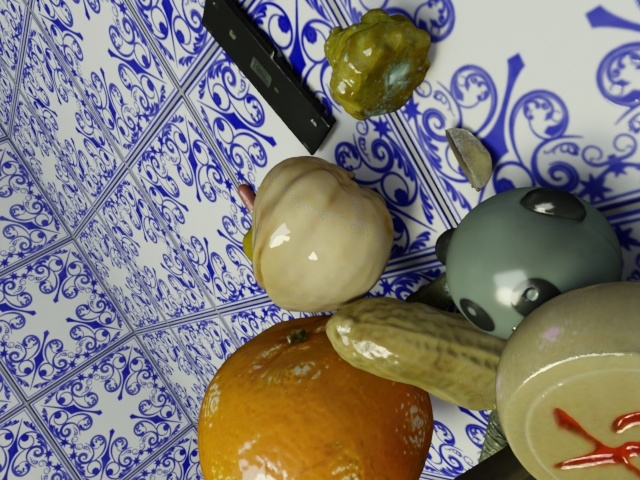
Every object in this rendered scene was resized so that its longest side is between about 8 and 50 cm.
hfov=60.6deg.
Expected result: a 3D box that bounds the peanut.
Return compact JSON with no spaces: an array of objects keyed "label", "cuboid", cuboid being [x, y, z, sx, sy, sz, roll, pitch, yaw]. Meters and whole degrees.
[{"label":"peanut","cuboid":[0.156,0.164,0.819,0.305,0.147,0.147,18,146,-10]}]

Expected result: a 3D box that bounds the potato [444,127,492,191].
[{"label":"potato","cuboid":[0.197,-0.107,0.708,0.093,0.036,0.037,66,-173,17]}]

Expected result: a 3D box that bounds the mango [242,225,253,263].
[{"label":"mango","cuboid":[-0.066,0.029,1.090,0.194,0.092,0.130,37,129,13]}]

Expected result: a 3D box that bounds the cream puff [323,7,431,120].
[{"label":"cream puff","cuboid":[0.062,-0.229,0.687,0.116,0.146,0.146,58,151,29]}]

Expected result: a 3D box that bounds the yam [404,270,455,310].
[{"label":"yam","cuboid":[0.184,0.088,0.869,0.054,0.054,0.132,52,147,5]}]

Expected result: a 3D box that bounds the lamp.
[{"label":"lamp","cuboid":[0.260,0.053,0.639,0.244,0.198,0.197,50,147,-9]}]

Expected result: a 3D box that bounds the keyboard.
[{"label":"keyboard","cuboid":[-0.090,-0.287,0.912,0.317,0.027,0.106,52,150,6]}]

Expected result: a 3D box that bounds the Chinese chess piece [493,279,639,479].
[{"label":"Chinese chess piece","cuboid":[0.295,0.158,0.521,0.250,0.097,0.251,13,127,18]}]

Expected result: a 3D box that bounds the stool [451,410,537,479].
[{"label":"stool","cuboid":[0.340,0.465,0.844,0.310,0.226,0.311,28,140,35]}]

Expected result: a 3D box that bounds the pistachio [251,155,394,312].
[{"label":"pistachio","cuboid":[0.000,0.000,0.861,0.229,0.238,0.321,48,166,21]}]

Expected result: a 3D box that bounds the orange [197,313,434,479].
[{"label":"orange","cuboid":[-0.011,0.307,0.970,0.423,0.423,0.327,14,123,45]}]

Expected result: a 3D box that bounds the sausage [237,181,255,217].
[{"label":"sausage","cuboid":[-0.116,-0.028,1.163,0.029,0.029,0.223,-22,100,56]}]
